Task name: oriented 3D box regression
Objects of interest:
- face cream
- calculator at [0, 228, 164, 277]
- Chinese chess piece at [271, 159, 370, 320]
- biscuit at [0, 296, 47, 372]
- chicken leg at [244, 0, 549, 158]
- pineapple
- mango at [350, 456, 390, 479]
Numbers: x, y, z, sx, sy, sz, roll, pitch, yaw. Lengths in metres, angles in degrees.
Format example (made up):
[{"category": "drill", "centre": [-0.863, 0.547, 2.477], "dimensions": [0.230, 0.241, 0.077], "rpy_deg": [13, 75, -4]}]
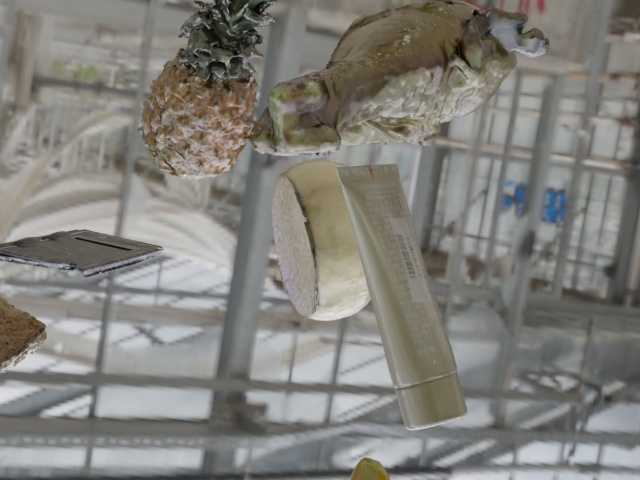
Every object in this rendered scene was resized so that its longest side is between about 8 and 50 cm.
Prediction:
[{"category": "face cream", "centre": [0.105, 0.066, 1.446], "dimensions": [0.084, 0.341, 0.137], "rpy_deg": [-19, 174, 38]}, {"category": "calculator", "centre": [-0.364, 0.016, 1.719], "dimensions": [0.166, 0.028, 0.274], "rpy_deg": [10, -171, 17]}, {"category": "Chinese chess piece", "centre": [0.000, 0.000, 1.894], "dimensions": [0.112, 0.269, 0.270], "rpy_deg": [-9, -169, -16]}, {"category": "biscuit", "centre": [-0.309, 0.088, 0.785], "dimensions": [0.131, 0.026, 0.237], "rpy_deg": [27, -147, 13]}, {"category": "chicken leg", "centre": [0.046, -0.152, 1.113], "dimensions": [0.361, 0.140, 0.211], "rpy_deg": [-24, 174, -38]}, {"category": "pineapple", "centre": [-0.138, -0.245, 1.531], "dimensions": [0.169, 0.340, 0.169], "rpy_deg": [15, -139, -14]}, {"category": "mango", "centre": [0.064, 0.365, 1.435], "dimensions": [0.066, 0.187, 0.101], "rpy_deg": [16, 152, -32]}]
